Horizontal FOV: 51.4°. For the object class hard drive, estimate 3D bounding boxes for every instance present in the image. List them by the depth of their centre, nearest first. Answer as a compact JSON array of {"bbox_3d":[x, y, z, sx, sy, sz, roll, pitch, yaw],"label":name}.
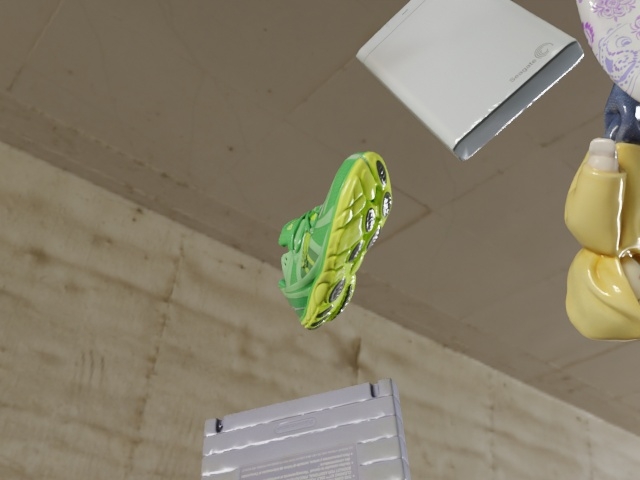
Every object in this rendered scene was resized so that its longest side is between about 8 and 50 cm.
[{"bbox_3d":[0.223,-0.306,1.098,0.233,0.353,0.047,-42,-46,10],"label":"hard drive"}]

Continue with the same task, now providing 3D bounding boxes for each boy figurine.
[{"bbox_3d":[0.284,-0.047,0.611,0.092,0.284,0.177,10,-2,42],"label":"boy figurine"}]

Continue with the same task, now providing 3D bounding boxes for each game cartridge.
[{"bbox_3d":[-0.031,0.374,1.107,0.355,0.230,0.068,-16,-40,13],"label":"game cartridge"}]

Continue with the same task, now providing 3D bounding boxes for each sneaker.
[{"bbox_3d":[0.000,0.000,0.884,0.123,0.109,0.295,41,-46,21],"label":"sneaker"}]

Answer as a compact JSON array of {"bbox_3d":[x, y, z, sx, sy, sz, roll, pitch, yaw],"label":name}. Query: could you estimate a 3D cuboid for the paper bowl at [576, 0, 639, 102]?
[{"bbox_3d":[0.304,-0.220,0.420,0.148,0.284,0.284,-5,-26,-16],"label":"paper bowl"}]
